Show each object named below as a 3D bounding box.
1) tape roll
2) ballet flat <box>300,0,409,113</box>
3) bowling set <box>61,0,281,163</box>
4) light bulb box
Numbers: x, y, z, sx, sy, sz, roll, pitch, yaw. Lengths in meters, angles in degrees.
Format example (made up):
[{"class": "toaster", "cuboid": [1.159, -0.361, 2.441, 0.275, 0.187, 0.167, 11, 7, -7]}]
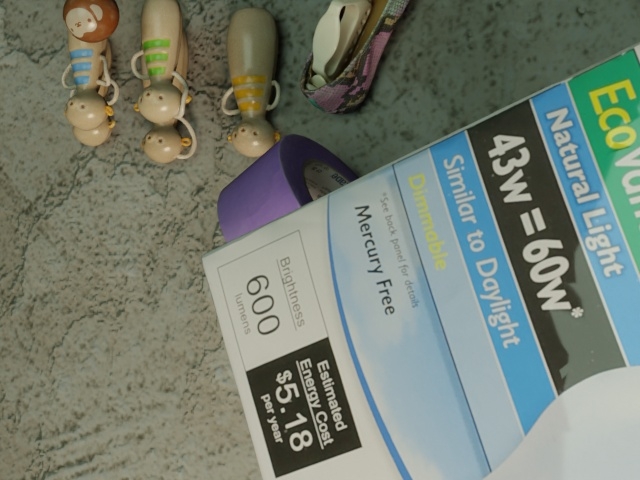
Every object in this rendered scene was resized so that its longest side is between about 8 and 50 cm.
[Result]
[{"class": "tape roll", "cuboid": [0.000, 0.000, 1.061, 0.080, 0.189, 0.189, -39, 68, 20]}, {"class": "ballet flat", "cuboid": [0.039, -0.229, 1.123, 0.077, 0.079, 0.221, 26, 98, 29]}, {"class": "bowling set", "cuboid": [-0.200, -0.162, 1.190, 0.287, 0.200, 0.154, -3, 85, 33]}, {"class": "light bulb box", "cuboid": [0.171, 0.109, 0.713, 0.361, 0.225, 0.357, -26, 73, 27]}]
